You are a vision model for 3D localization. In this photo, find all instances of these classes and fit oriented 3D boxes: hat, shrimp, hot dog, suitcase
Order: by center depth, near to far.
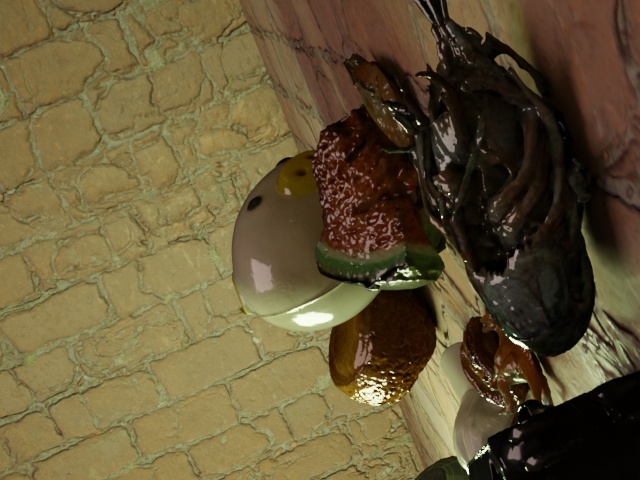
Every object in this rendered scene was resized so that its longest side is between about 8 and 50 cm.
[{"bbox_3d":[0.156,-0.067,0.655,0.172,0.137,0.372,-6,120,48],"label":"shrimp"},{"bbox_3d":[0.249,0.261,0.670,0.434,0.194,0.283,76,170,-69],"label":"suitcase"},{"bbox_3d":[0.089,-0.219,1.162,0.115,0.051,0.217,80,169,-47],"label":"shrimp"},{"bbox_3d":[0.252,0.183,1.186,0.099,0.065,0.147,87,163,-57],"label":"hot dog"},{"bbox_3d":[0.252,0.297,1.355,0.226,0.164,0.219,35,155,39],"label":"hat"}]

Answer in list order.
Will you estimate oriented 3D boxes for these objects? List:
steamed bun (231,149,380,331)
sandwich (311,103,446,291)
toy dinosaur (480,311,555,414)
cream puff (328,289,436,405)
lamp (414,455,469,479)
[{"bbox_3d":[-0.008,-0.003,1.521,0.374,0.334,0.334,-59,-44,-47],"label":"steamed bun"},{"bbox_3d":[0.096,-0.070,1.262,0.250,0.162,0.301,-12,85,55],"label":"sandwich"},{"bbox_3d":[0.266,0.156,1.042,0.212,0.057,0.142,137,130,-74],"label":"toy dinosaur"},{"bbox_3d":[0.138,0.214,1.733,0.303,0.212,0.303,-172,90,-73],"label":"cream puff"},{"bbox_3d":[0.285,0.540,1.566,0.233,0.265,0.233,29,-134,-34],"label":"lamp"}]
